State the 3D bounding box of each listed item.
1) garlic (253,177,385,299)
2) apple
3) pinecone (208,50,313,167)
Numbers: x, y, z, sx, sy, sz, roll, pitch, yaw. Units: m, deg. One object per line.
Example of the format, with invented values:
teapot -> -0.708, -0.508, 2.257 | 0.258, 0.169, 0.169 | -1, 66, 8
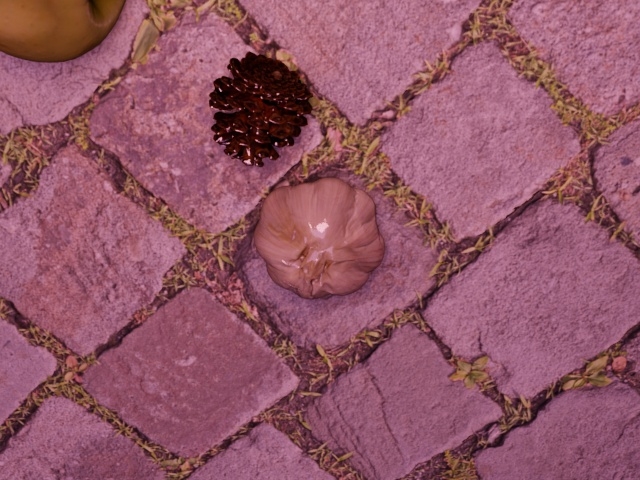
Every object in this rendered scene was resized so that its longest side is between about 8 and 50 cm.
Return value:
garlic -> -0.002, 0.003, 1.213 | 0.228, 0.152, 0.227 | 0, 107, 0
apple -> -0.407, -0.388, 1.012 | 0.279, 0.279, 0.278 | 0, 112, 0
pinecone -> -0.103, -0.196, 1.135 | 0.163, 0.162, 0.165 | 20, 124, -8
